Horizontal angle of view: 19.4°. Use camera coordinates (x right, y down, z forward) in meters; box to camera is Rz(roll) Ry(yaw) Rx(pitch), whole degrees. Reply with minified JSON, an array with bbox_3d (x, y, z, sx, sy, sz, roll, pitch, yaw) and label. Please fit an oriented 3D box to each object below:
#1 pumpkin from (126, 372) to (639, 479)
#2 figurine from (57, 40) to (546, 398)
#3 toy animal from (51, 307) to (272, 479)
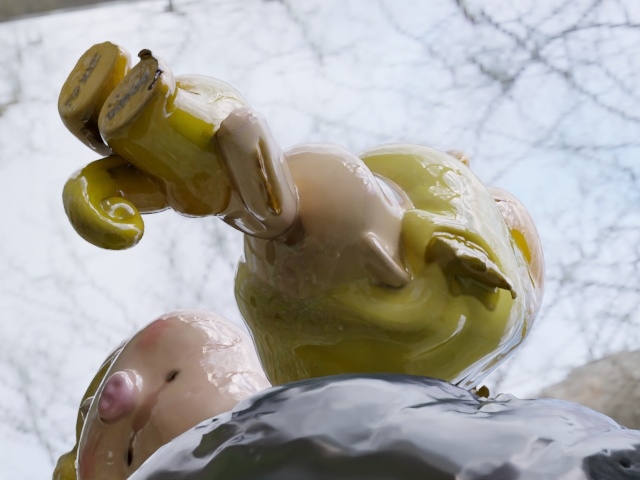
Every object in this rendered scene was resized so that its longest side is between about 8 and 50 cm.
[{"bbox_3d":[0.023,0.183,0.502,0.296,0.296,0.295,21,-63,47],"label":"pumpkin"},{"bbox_3d":[0.000,0.000,0.760,0.156,0.246,0.131,23,-97,55],"label":"figurine"},{"bbox_3d":[-0.088,0.122,1.190,0.165,0.149,0.248,-71,-161,1],"label":"toy animal"}]
